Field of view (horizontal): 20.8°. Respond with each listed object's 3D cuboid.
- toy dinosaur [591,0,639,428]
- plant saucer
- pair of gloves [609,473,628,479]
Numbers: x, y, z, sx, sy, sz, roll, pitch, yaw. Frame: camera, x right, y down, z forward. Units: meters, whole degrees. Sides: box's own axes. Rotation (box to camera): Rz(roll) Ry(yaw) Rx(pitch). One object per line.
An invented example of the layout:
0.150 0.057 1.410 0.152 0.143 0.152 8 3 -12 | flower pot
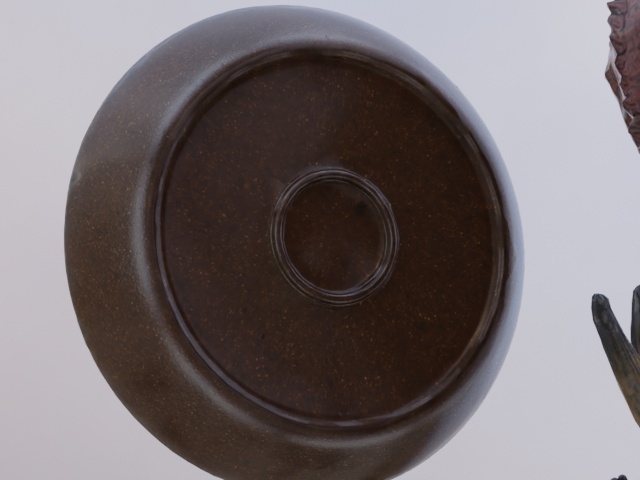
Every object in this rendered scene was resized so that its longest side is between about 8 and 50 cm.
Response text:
0.140 -0.017 0.501 0.127 0.200 0.295 86 -20 -67 | toy dinosaur
0.000 0.000 0.580 0.168 0.168 0.029 36 -21 -14 | plant saucer
0.206 0.155 1.060 0.083 0.010 0.074 2 -23 3 | pair of gloves
